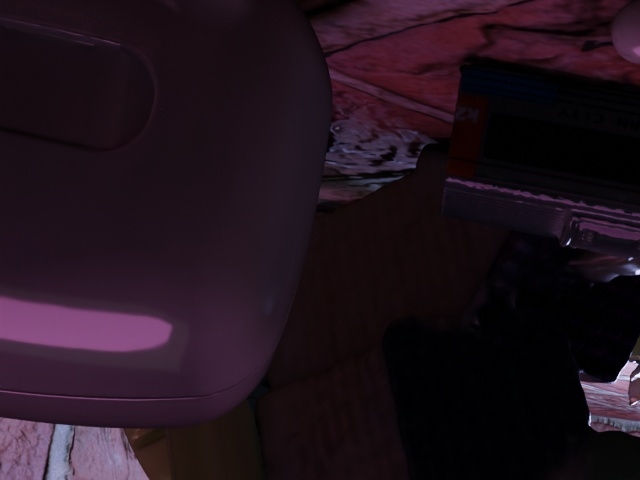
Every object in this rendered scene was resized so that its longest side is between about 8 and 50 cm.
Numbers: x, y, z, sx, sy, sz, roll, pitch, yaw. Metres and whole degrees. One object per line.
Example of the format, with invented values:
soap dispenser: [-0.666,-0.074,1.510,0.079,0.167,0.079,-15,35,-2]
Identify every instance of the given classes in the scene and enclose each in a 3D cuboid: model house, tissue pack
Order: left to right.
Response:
tissue pack: [-0.166,-0.045,0.689,0.333,0.229,0.236,11,158,0]
model house: [0.123,0.095,1.015,0.243,0.298,0.284,18,141,-43]

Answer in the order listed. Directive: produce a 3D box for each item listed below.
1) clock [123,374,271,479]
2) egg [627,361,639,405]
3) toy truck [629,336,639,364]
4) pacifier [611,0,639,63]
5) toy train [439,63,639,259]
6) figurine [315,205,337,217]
clock: [-0.039,0.116,1.134,0.117,0.348,0.286,-29,151,30]
egg: [0.354,0.086,1.130,0.206,0.162,0.271,-19,-151,-2]
toy truck: [0.297,0.078,1.436,0.168,0.077,0.100,15,174,-16]
pacifier: [0.156,-0.074,0.633,0.078,0.081,0.099,39,-178,22]
toy train: [0.269,-0.015,0.800,0.409,0.089,0.086,12,167,5]
figurine: [0.000,0.000,1.359,0.071,0.067,0.083,-5,-151,15]
